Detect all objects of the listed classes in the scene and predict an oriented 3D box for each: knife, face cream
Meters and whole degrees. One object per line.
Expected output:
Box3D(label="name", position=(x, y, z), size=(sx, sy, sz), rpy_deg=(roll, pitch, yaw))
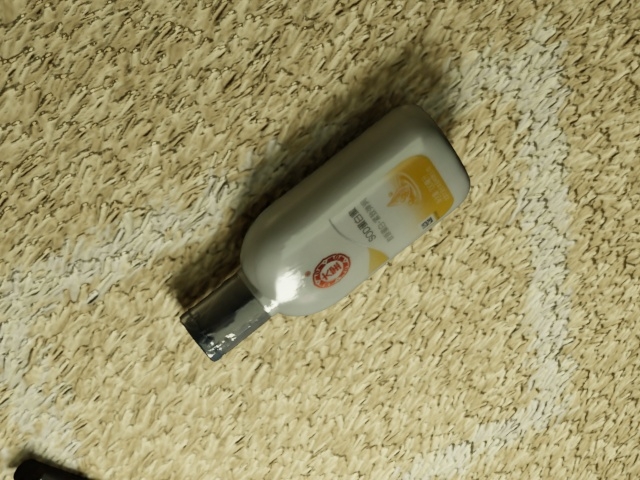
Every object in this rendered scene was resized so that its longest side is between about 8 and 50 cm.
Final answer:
Box3D(label="knife", position=(-0.221, 0.258, 1.762), size=(0.060, 0.028, 0.230), rpy_deg=(-37, 145, 17))
Box3D(label="face cream", position=(0.000, 0.000, 1.648), size=(0.291, 0.071, 0.144), rpy_deg=(-37, 140, -2))
